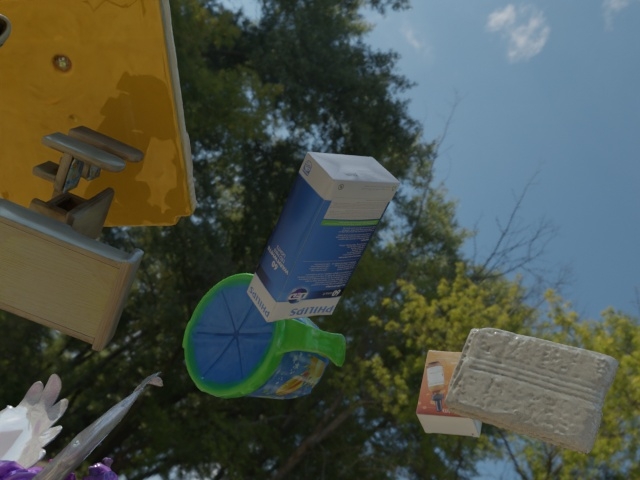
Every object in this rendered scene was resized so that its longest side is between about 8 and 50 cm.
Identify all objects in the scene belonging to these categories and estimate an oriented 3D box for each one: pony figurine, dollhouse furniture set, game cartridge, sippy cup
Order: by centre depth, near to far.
[{"bbox_3d":[-0.278,0.005,0.755,0.160,0.242,0.212,23,-74,-5],"label":"dollhouse furniture set"},{"bbox_3d":[-0.350,0.331,0.761,0.302,0.351,0.364,-18,-78,33],"label":"pony figurine"},{"bbox_3d":[-0.328,-0.170,0.878,0.285,0.053,0.324,0,-60,3],"label":"game cartridge"},{"bbox_3d":[-0.106,0.210,1.253,0.305,0.240,0.224,39,3,42],"label":"sippy cup"}]

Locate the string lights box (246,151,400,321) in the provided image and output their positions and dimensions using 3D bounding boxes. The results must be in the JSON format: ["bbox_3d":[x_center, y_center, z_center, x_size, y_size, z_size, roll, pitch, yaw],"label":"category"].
[{"bbox_3d":[0.000,0.000,0.962,0.077,0.133,0.260,49,-54,36],"label":"string lights box"}]

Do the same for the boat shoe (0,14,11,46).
[{"bbox_3d":[-0.274,-0.113,0.398,0.072,0.190,0.068,-7,-57,25],"label":"boat shoe"}]

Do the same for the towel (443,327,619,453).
[{"bbox_3d":[0.384,0.270,1.188,0.282,0.187,0.049,11,-30,36],"label":"towel"}]

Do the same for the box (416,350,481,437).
[{"bbox_3d":[0.306,0.351,1.471,0.130,0.171,0.091,-3,-44,26],"label":"box"}]
